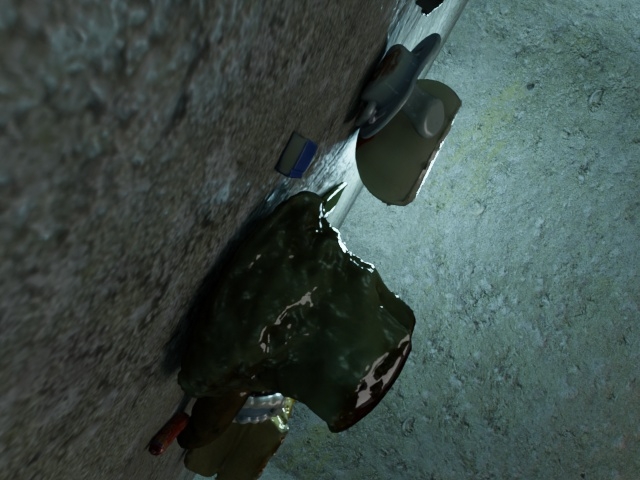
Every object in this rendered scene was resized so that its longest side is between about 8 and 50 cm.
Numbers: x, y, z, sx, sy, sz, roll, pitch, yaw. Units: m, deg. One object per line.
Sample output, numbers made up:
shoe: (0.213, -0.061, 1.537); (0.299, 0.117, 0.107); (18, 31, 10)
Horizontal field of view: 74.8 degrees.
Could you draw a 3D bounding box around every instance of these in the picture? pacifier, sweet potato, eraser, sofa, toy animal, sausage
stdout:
pacifier: (0.204, -0.324, 0.967); (0.279, 0.207, 0.227); (-59, -167, -9)
sweet potato: (-0.226, 0.346, 0.945); (0.423, 0.130, 0.130); (-61, 176, 19)
eraser: (-0.035, -0.127, 0.638); (0.063, 0.027, 0.084); (-62, 176, 10)
sofa: (0.269, -0.596, 0.944); (0.147, 0.060, 0.085); (-60, -167, 1)
toy animal: (-0.204, 0.384, 1.110); (0.156, 0.208, 0.204); (-12, 147, -34)
sausage: (-0.316, 0.403, 0.869); (0.034, 0.034, 0.129); (-61, 175, 10)

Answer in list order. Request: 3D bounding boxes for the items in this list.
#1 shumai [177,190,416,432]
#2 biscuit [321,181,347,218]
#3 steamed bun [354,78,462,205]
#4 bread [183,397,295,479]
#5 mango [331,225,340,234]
shumai: (-0.014, 0.139, 0.717); (0.397, 0.323, 0.324); (-57, 173, -31)
biscuit: (0.028, -0.123, 1.341); (0.099, 0.038, 0.322); (-65, 173, 22)
steamed bun: (0.235, -0.295, 1.225); (0.374, 0.241, 0.374); (-58, 171, -15)
bread: (-0.279, 0.680, 1.598); (0.371, 0.279, 0.390); (-59, 178, 7)
mango: (-0.001, 0.000, 1.414); (0.119, 0.100, 0.178); (-54, 173, 16)
